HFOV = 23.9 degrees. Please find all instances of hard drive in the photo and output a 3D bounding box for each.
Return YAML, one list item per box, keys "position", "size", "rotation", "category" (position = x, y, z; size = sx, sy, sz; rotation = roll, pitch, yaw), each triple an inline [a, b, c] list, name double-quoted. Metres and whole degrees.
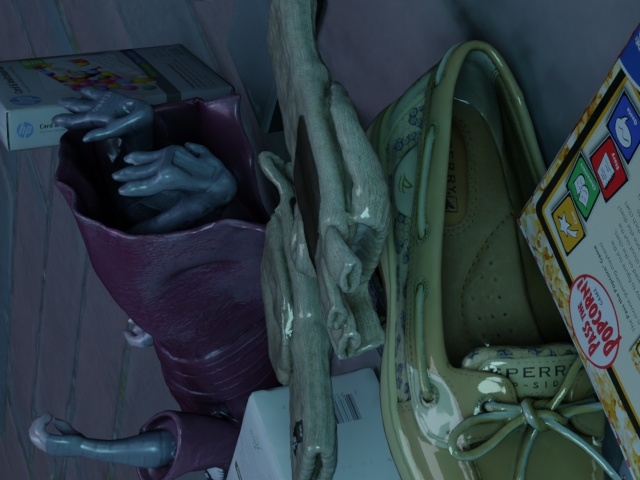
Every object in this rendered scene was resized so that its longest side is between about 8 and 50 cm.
- position: [-0.035, -0.155, 1.087]
  size: [0.135, 0.022, 0.094]
  rotation: [109, 145, -52]
  category: "hard drive"

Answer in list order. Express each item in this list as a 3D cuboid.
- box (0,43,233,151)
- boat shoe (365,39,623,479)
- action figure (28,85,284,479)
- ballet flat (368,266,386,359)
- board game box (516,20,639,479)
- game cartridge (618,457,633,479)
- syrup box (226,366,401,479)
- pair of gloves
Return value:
- position: [-0.183, -0.121, 1.256]
  size: [0.145, 0.186, 0.038]
  rotation: [-137, 42, -59]
  category: "box"
- position: [0.084, 0.039, 0.751]
  size: [0.089, 0.105, 0.285]
  rotation: [127, 133, -57]
  category: "boat shoe"
- position: [-0.072, 0.056, 1.142]
  size: [0.248, 0.276, 0.370]
  rotation: [-79, -25, -55]
  category: "action figure"
- position: [0.066, 0.043, 0.861]
  size: [0.221, 0.077, 0.079]
  rotation: [50, 124, 54]
  category: "ballet flat"
- position: [0.157, -0.004, 0.626]
  size: [0.193, 0.045, 0.146]
  rotation: [114, 141, -56]
  category: "board game box"
- position: [0.159, 0.143, 0.726]
  size: [0.056, 0.017, 0.083]
  rotation: [43, 137, 53]
  category: "game cartridge"
- position: [-0.013, 0.199, 1.084]
  size: [0.237, 0.093, 0.096]
  rotation: [108, 146, -51]
  category: "syrup box"
- position: [0.000, 0.000, 0.808]
  size: [0.240, 0.042, 0.204]
  rotation: [97, 165, -51]
  category: "pair of gloves"
